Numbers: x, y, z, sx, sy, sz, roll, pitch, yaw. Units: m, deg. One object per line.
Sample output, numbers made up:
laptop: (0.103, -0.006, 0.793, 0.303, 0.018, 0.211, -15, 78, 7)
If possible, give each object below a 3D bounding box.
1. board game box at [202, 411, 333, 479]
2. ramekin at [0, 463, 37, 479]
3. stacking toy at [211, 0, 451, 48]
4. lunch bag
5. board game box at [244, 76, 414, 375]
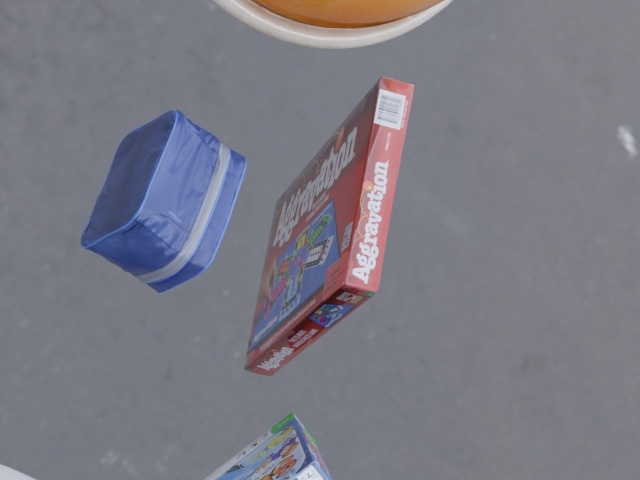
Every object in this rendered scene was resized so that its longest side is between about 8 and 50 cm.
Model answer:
board game box: (-0.083, 0.219, 1.164, 0.035, 0.201, 0.136, 53, -1, -12)
ramekin: (-0.270, 0.221, 0.957, 0.277, 0.135, 0.277, 14, 7, -2)
stacking toy: (0.115, -0.292, 0.984, 0.350, 0.480, 0.351, -6, 100, -32)
lunch bag: (-0.085, -0.023, 0.899, 0.065, 0.067, 0.098, 36, 56, -27)
board game box: (0.000, 0.000, 1.107, 0.027, 0.281, 0.145, 16, 71, -11)
